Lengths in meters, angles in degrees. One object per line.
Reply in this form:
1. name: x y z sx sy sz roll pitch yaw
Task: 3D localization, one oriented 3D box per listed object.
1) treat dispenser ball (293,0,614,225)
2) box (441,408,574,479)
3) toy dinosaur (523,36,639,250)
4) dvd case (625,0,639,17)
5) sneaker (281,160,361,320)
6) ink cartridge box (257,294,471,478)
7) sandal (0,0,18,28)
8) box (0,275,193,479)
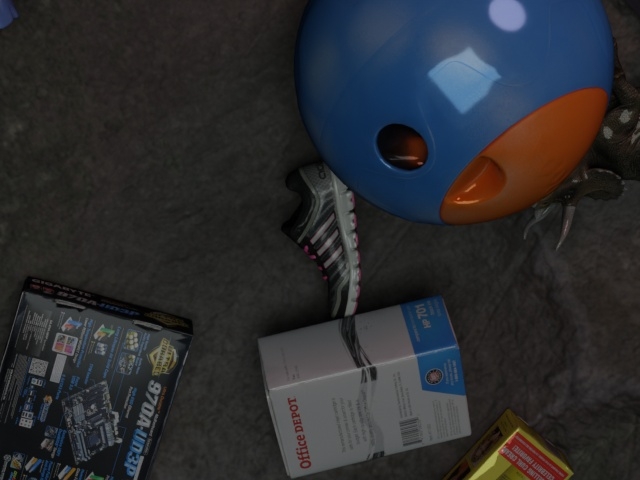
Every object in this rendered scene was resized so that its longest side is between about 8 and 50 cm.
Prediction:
1. treat dispenser ball: 0.119 -0.157 1.618 0.288 0.288 0.288 -1 106 -5
2. box: 0.152 0.290 1.868 0.087 0.058 0.232 41 98 -14
3. toy dinosaur: 0.334 -0.113 1.759 0.313 0.121 0.160 -12 119 -7
4. dvd case: 0.321 -0.314 1.708 0.164 0.018 0.221 -38 106 27
5. sneaker: 0.000 0.000 1.771 0.075 0.063 0.170 -6 105 0
6. ink cartridge box: 0.044 0.146 1.780 0.191 0.082 0.139 -12 134 -1
7. sandal: -0.370 -0.131 1.669 0.138 0.126 0.317 12 106 -13
8. box: -0.240 0.163 1.797 0.175 0.051 0.220 15 104 -10
